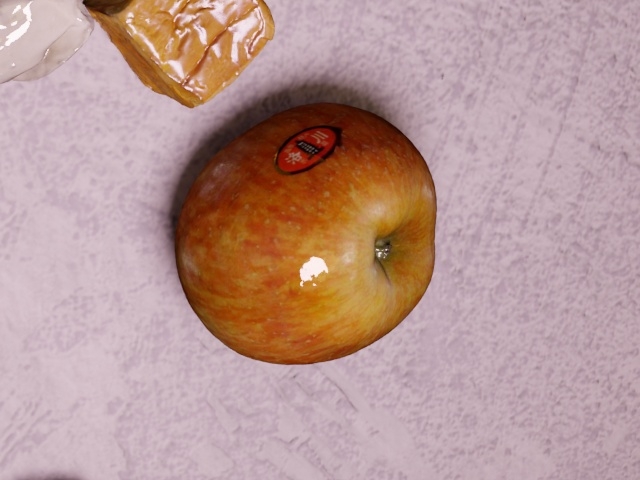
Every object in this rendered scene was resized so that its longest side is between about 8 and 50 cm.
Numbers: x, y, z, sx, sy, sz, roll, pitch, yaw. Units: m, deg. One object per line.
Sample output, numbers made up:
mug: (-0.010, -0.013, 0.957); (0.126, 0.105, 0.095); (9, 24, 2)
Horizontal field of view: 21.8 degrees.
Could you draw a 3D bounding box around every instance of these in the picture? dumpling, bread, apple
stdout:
dumpling: (-0.315, -0.210, 1.646); (0.199, 0.118, 0.136); (-12, 132, 11)
bread: (-0.146, -0.234, 1.698); (0.149, 0.158, 0.143); (-43, 123, -2)
apple: (0.000, 0.000, 1.803); (0.309, 0.250, 0.277); (-45, 121, -9)
